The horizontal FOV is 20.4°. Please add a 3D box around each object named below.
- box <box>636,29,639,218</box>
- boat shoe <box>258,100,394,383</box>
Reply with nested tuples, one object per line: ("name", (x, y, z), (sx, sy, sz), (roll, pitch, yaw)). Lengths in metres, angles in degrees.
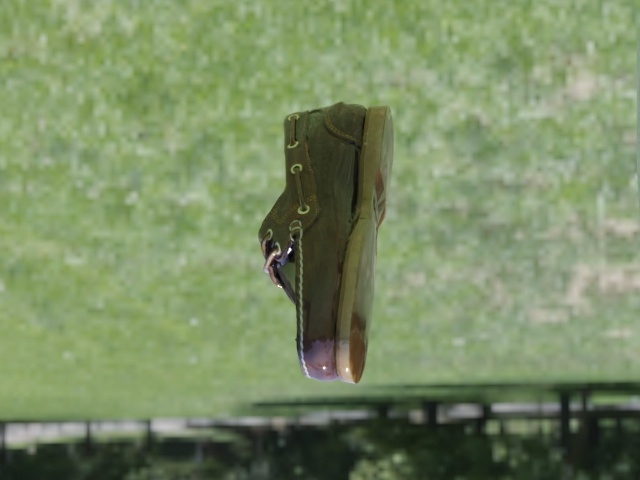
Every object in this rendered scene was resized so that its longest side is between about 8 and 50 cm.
("box", (0.203, -0.050, 0.855), (0.102, 0.101, 0.087), (-2, -167, 8))
("boat shoe", (0.000, 0.000, 1.042), (0.073, 0.207, 0.073), (1, 134, 7))
